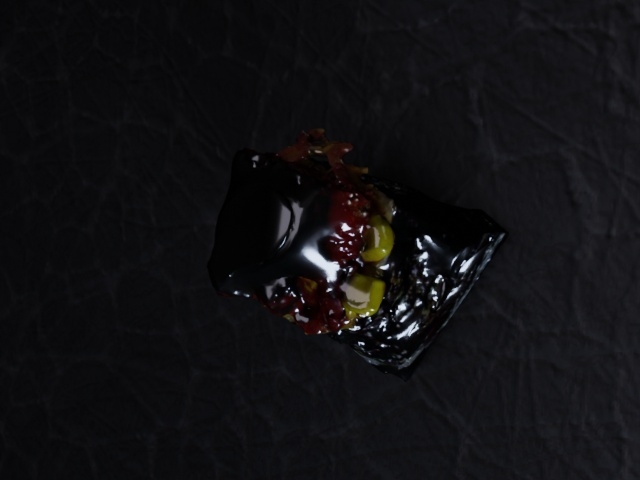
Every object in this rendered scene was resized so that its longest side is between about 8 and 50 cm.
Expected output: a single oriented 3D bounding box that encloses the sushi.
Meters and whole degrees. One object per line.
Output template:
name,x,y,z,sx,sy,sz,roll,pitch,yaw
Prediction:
sushi,0.000,0.000,0.819,0.172,0.150,0.153,45,114,33
